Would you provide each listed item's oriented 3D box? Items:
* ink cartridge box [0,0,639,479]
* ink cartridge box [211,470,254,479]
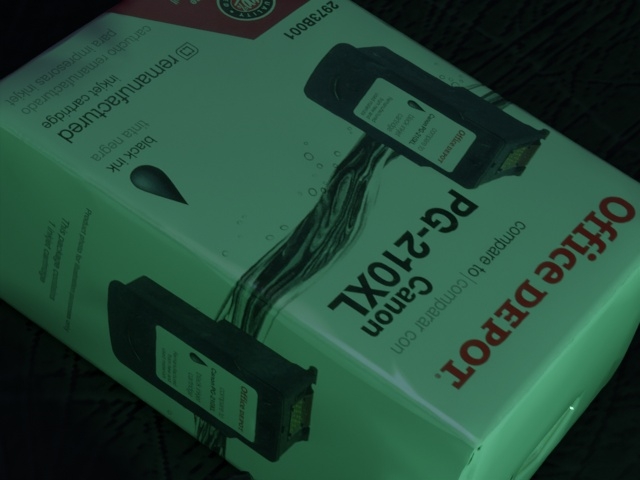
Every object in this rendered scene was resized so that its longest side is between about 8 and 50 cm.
[{"bbox_3d":[0.000,0.000,0.732,0.237,0.100,0.172,34,47,16],"label":"ink cartridge box"},{"bbox_3d":[-0.131,0.189,0.536,0.333,0.065,0.165,-16,54,-29],"label":"ink cartridge box"}]
